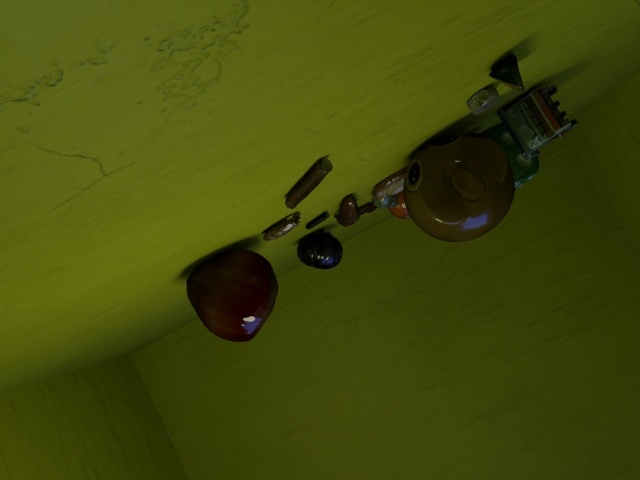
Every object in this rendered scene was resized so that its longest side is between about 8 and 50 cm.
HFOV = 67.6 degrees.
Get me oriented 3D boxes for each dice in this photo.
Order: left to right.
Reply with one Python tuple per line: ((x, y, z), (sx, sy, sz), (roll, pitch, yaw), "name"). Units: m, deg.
((0.824, -0.357, 2.268), (0.297, 0.300, 0.287), (-27, 171, -9), "dice")

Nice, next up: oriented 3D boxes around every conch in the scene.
((0.296, -0.199, 2.214), (0.116, 0.106, 0.173), (-45, 162, -11), "conch")

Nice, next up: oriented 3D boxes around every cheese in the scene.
((0.505, -0.427, 1.486), (0.092, 0.047, 0.171), (-28, 174, 10), "cheese")

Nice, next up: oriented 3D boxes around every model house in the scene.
((0.827, -0.455, 1.826), (0.215, 0.224, 0.198), (-34, 172, 39), "model house")

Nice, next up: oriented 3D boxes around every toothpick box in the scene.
((0.512, -0.200, 1.800), (0.409, 0.408, 0.425), (-29, 175, 8), "toothpick box")

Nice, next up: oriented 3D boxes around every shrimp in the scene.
((-0.140, -0.055, 1.810), (0.188, 0.051, 0.132), (-25, -165, 28), "shrimp")

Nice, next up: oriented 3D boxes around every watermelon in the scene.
((0.484, -0.425, 1.250), (0.075, 0.091, 0.181), (-16, -172, 26), "watermelon")

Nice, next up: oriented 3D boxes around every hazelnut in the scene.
((-0.325, 0.200, 1.841), (0.359, 0.359, 0.409), (-26, 178, -16), "hazelnut")

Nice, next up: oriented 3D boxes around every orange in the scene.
((0.455, -0.205, 2.501), (0.224, 0.170, 0.224), (-29, 174, -4), "orange")

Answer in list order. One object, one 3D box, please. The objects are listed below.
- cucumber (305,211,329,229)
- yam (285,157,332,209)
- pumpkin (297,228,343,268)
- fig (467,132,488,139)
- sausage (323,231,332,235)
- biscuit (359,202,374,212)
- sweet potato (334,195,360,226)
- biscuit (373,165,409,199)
((-0.017, -0.084, 2.105), (0.133, 0.032, 0.032), (-33, 172, 33), "cucumber")
((-0.041, -0.155, 1.370), (0.046, 0.046, 0.264), (-24, 171, -34), "yam")
((-0.002, 0.046, 2.517), (0.250, 0.216, 0.250), (3, 167, 1), "pumpkin")
((0.598, -0.370, 2.051), (0.257, 0.159, 0.159), (-8, -177, 27), "fig")
((-0.001, 0.000, 2.705), (0.169, 0.065, 0.065), (-19, 170, -48), "sausage")
((0.259, -0.176, 2.529), (0.138, 0.031, 0.205), (-33, 172, 35), "biscuit")
((0.131, -0.122, 2.126), (0.095, 0.106, 0.354), (-61, -179, -11), "sweet potato")
((0.372, -0.266, 2.073), (0.299, 0.045, 0.154), (-19, 151, -1), "biscuit")
